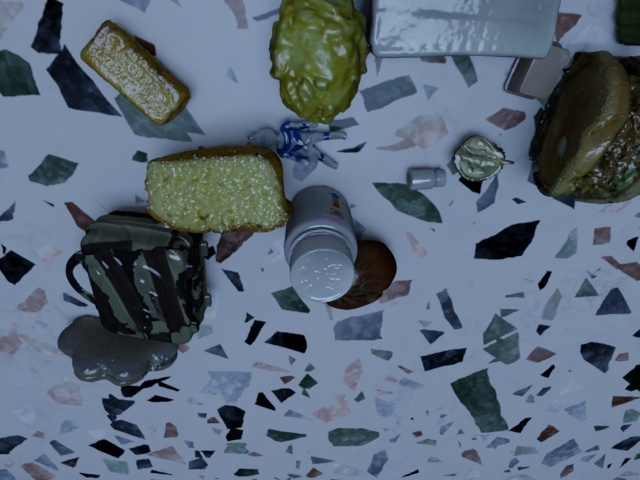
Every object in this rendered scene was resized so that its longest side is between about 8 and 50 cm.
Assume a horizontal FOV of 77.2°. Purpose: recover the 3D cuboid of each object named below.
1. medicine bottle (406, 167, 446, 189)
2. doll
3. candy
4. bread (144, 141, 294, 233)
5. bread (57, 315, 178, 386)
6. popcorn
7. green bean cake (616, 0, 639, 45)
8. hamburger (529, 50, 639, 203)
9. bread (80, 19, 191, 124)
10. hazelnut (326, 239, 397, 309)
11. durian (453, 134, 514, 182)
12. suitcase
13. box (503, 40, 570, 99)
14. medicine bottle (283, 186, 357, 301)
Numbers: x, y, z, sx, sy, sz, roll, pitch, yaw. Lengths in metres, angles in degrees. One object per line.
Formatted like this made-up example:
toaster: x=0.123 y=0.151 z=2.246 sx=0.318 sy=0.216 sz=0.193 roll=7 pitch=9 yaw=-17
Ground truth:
medicine bottle: x=0.263 y=-0.154 z=1.000 sx=0.089 sy=0.052 sz=0.052 roll=-3 pitch=121 yaw=0
doll: x=-0.057 y=-0.234 z=0.938 sx=0.227 sy=0.057 sz=0.114 roll=6 pitch=127 yaw=-17
candy: x=0.266 y=-0.462 z=0.762 sx=0.359 sy=0.145 sz=0.208 roll=-1 pitch=120 yaw=-2
bread: x=-0.215 y=-0.127 z=0.919 sx=0.340 sy=0.179 sz=0.194 roll=0 pitch=116 yaw=15
bread: x=-0.605 y=0.338 z=1.190 sx=0.337 sy=0.183 sz=0.102 roll=10 pitch=128 yaw=-8
popcorn: x=0.012 y=-0.361 z=0.766 sx=0.192 sy=0.233 sz=0.266 roll=13 pitch=84 yaw=19
green bean cake: x=0.712 y=-0.497 z=0.777 sx=0.214 sy=0.113 sz=0.200 roll=-15 pitch=121 yaw=7
hamburger: x=0.598 y=-0.222 z=0.856 sx=0.195 sy=0.277 sz=0.318 roll=12 pitch=125 yaw=0
bread: x=-0.382 y=-0.344 z=0.839 sx=0.114 sy=0.083 sz=0.211 roll=-40 pitch=115 yaw=14
hazelnut: x=0.098 y=0.095 z=1.068 sx=0.181 sy=0.181 sz=0.212 roll=27 pitch=116 yaw=-16
durian: x=0.389 y=-0.199 z=0.968 sx=0.140 sy=0.071 sz=0.110 roll=8 pitch=116 yaw=8
suitcase: x=-0.464 y=0.086 z=1.036 sx=0.339 sy=0.194 sz=0.351 roll=8 pitch=124 yaw=1
box: x=0.472 y=-0.371 z=0.873 sx=0.089 sy=0.062 sz=0.122 roll=11 pitch=121 yaw=-9
medicine bottle: x=0.000 y=0.000 z=0.942 sx=0.170 sy=0.293 sz=0.170 roll=-1 pitch=120 yaw=-2
